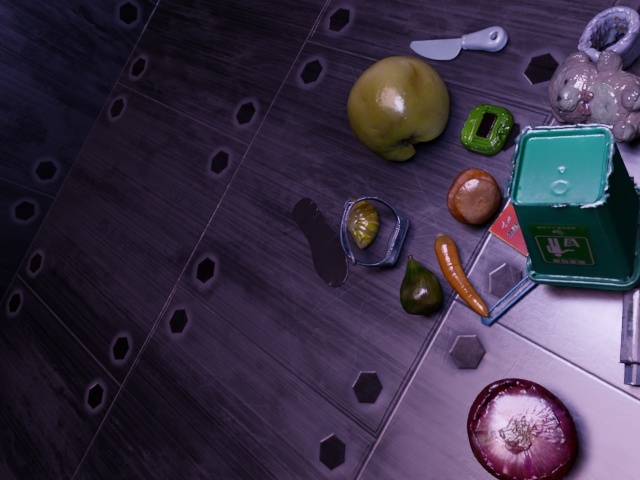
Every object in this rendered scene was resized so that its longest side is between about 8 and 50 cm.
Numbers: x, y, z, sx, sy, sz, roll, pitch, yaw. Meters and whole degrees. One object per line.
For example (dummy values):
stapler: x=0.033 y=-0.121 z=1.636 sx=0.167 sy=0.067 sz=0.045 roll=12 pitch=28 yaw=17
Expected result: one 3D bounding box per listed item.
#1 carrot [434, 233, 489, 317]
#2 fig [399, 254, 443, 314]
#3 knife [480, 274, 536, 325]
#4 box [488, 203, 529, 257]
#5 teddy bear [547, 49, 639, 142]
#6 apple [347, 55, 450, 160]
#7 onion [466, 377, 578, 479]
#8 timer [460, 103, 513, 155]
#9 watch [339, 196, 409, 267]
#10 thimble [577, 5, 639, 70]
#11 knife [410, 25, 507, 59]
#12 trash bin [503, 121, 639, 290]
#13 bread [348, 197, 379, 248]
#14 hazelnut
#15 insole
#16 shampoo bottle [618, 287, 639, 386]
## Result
carrot: x=0.364 y=0.097 z=1.720 sx=0.066 sy=0.062 sz=0.271 roll=-19 pitch=60 yaw=2
fig: x=0.269 y=0.118 z=1.760 sx=0.117 sy=0.117 sz=0.177 roll=-29 pitch=42 yaw=25
knife: x=0.516 y=0.112 z=1.625 sx=0.296 sy=0.026 sz=0.044 roll=-46 pitch=65 yaw=13
box: x=0.512 y=-0.025 z=1.679 sx=0.090 sy=0.023 sz=0.133 roll=-52 pitch=52 yaw=7
teddy bear: x=0.680 y=-0.347 z=1.586 sx=0.267 sy=0.151 sz=0.235 roll=32 pitch=132 yaw=33
apple: x=0.215 y=-0.389 z=1.889 sx=0.295 sy=0.233 sz=0.257 roll=-27 pitch=57 yaw=26
onion: x=0.454 y=0.433 z=1.471 sx=0.248 sy=0.161 sz=0.247 roll=-5 pitch=80 yaw=28
timer: x=0.459 y=-0.309 z=1.803 sx=0.128 sy=0.047 sz=0.140 roll=25 pitch=89 yaw=38
watch: x=0.142 y=-0.020 z=1.860 sx=0.193 sy=0.068 sz=0.206 roll=20 pitch=89 yaw=0
thimble: x=0.731 y=-0.500 z=1.631 sx=0.127 sy=0.118 sz=0.151 roll=42 pitch=100 yaw=36
knife: x=0.402 y=-0.581 z=1.953 sx=0.331 sy=0.044 sz=0.080 roll=5 pitch=84 yaw=43
trash bin: x=0.564 y=-0.085 z=1.421 sx=0.259 sy=0.381 sz=0.295 roll=3 pitch=66 yaw=32
bread: x=0.130 y=-0.053 z=1.937 sx=0.095 sy=0.083 sz=0.157 roll=1 pitch=73 yaw=24
hazelnut: x=0.397 y=-0.121 z=1.727 sx=0.150 sy=0.150 sz=0.150 roll=-13 pitch=67 yaw=32
insole: x=0.000 y=0.000 z=2.050 sx=0.119 sy=0.009 sz=0.348 roll=-40 pitch=55 yaw=16
shampoo bottle: x=0.696 y=0.212 z=1.433 sx=0.072 sy=0.072 sz=0.213 roll=0 pitch=73 yaw=36
